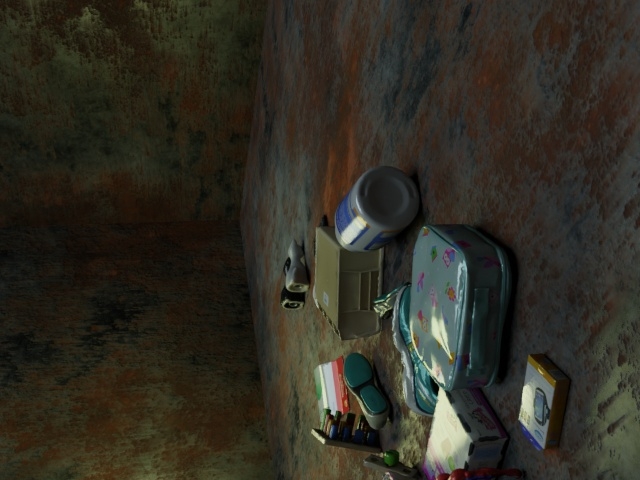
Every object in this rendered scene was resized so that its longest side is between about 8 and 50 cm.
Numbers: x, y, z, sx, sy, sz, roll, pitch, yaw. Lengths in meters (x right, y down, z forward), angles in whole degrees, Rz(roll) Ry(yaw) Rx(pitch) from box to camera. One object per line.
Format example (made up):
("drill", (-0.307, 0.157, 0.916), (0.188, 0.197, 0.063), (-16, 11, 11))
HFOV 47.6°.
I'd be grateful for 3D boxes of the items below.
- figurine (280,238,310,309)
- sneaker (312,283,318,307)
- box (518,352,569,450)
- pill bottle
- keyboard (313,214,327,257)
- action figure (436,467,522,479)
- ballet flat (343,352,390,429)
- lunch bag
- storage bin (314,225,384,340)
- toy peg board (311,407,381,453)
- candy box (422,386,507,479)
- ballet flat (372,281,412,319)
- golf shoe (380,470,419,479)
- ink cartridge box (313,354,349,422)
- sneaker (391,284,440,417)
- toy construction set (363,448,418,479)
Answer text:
("figurine", (-0.106, 0.127, 2.822), (0.214, 0.093, 0.209), (108, 160, -53))
("sneaker", (0.031, 0.123, 2.246), (0.115, 0.091, 0.232), (150, 116, -71))
("box", (0.340, 0.252, 1.113), (0.081, 0.028, 0.136), (-123, 31, -65))
("pill bottle", (0.119, -0.060, 1.707), (0.272, 0.153, 0.152), (130, 136, -70))
("keyboard", (0.000, 0.000, 2.484), (0.180, 0.023, 0.108), (110, 154, -59))
("action figure", (0.311, 0.425, 1.166), (0.280, 0.139, 0.091), (9, 99, 53))
("ballet flat", (0.123, 0.405, 1.943), (0.248, 0.086, 0.086), (-114, 26, -55))
("lunch bag", (0.248, 0.122, 1.300), (0.224, 0.108, 0.279), (-134, 43, -66))
("storage bin", (0.073, 0.107, 1.991), (0.262, 0.123, 0.260), (-134, 43, -70))
("toy peg board", (0.074, 0.521, 2.004), (0.161, 0.161, 0.079), (164, 118, -76))
("candy box", (0.264, 0.398, 1.355), (0.159, 0.071, 0.233), (-113, 24, -56))
("ballet flat", (0.182, 0.146, 1.700), (0.068, 0.072, 0.213), (58, 163, 5))
("golf shoe", (0.213, 0.544, 1.440), (0.306, 0.140, 0.115), (-146, 66, -79))
("ink cartridge box", (0.034, 0.486, 2.364), (0.224, 0.056, 0.180), (115, 149, -66))
("sneaker", (0.225, 0.221, 1.492), (0.110, 0.107, 0.275), (-28, 68, 54))
("toy construction set", (0.150, 0.617, 1.631), (0.309, 0.258, 0.237), (23, 103, 53))
